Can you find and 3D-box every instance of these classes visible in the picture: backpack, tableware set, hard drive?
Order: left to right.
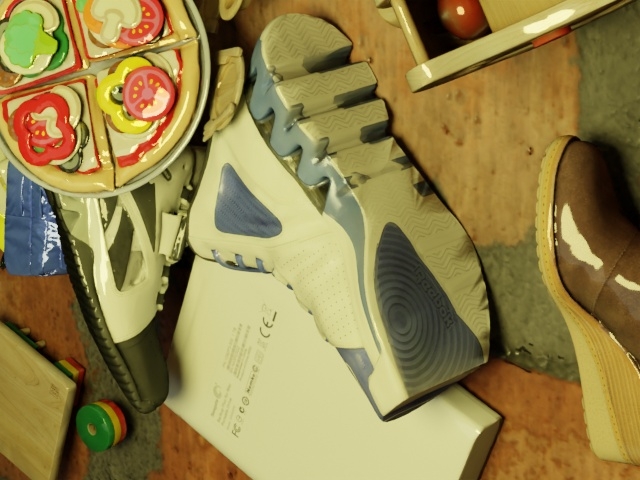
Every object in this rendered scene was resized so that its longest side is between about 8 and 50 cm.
[{"bbox_3d":[-0.223,-0.031,1.636,0.101,0.098,0.120,1,94,38],"label":"backpack"},{"bbox_3d":[-0.084,-0.159,1.443,0.141,0.020,0.168,172,108,-67],"label":"tableware set"},{"bbox_3d":[-0.003,0.140,1.533,0.307,0.040,0.203,37,127,27],"label":"hard drive"}]

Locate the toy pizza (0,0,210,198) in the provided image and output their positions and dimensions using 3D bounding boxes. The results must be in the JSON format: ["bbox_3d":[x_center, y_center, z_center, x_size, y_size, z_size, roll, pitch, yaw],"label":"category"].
[{"bbox_3d":[-0.182,-0.133,1.428,0.201,0.032,0.201,0,90,19],"label":"toy pizza"}]

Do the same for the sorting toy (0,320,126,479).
[{"bbox_3d":[-0.292,0.148,1.795,0.274,0.046,0.132,35,126,28],"label":"sorting toy"}]

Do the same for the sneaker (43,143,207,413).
[{"bbox_3d":[-0.151,-0.018,1.538,0.122,0.146,0.330,-153,48,-71],"label":"sneaker"}]

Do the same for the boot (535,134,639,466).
[{"bbox_3d":[0.265,0.036,1.243,0.207,0.090,0.248,-9,98,32],"label":"boot"}]

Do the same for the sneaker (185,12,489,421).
[{"bbox_3d":[-0.001,-0.001,1.436,0.182,0.127,0.315,-37,72,47],"label":"sneaker"}]

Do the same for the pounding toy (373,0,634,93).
[{"bbox_3d":[0.112,-0.199,1.225,0.269,0.154,0.155,-23,89,44],"label":"pounding toy"}]

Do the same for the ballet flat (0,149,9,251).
[{"bbox_3d":[-0.297,-0.083,1.687,0.231,0.077,0.077,68,163,4],"label":"ballet flat"}]
